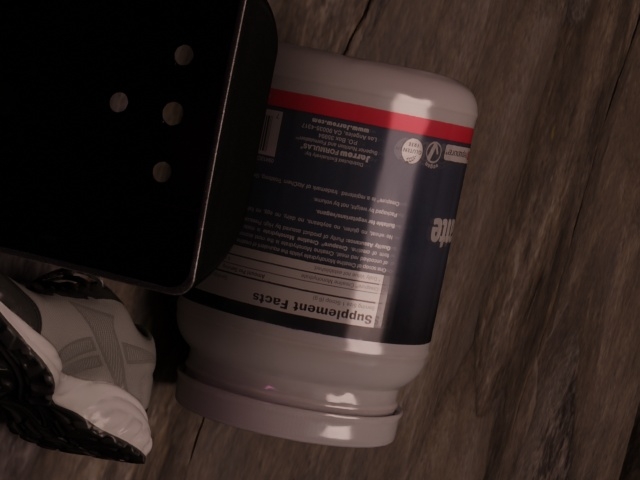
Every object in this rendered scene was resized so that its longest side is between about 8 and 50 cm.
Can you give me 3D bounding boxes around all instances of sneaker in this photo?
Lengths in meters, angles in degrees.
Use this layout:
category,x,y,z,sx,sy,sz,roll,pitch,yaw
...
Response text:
category,x,y,z,sx,sy,sz,roll,pitch,yaw
sneaker,-0.182,0.058,1.157,0.271,0.100,0.108,52,46,-62

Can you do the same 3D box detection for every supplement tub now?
category,x,y,z,sx,sy,sz,roll,pitch,yaw
supplement tub,0.000,0.000,1.341,0.191,0.191,0.272,3,99,-61

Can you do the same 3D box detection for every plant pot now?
category,x,y,z,sx,sy,sz,roll,pitch,yaw
plant pot,-0.120,-0.079,1.118,0.167,0.187,0.188,-3,105,-73
